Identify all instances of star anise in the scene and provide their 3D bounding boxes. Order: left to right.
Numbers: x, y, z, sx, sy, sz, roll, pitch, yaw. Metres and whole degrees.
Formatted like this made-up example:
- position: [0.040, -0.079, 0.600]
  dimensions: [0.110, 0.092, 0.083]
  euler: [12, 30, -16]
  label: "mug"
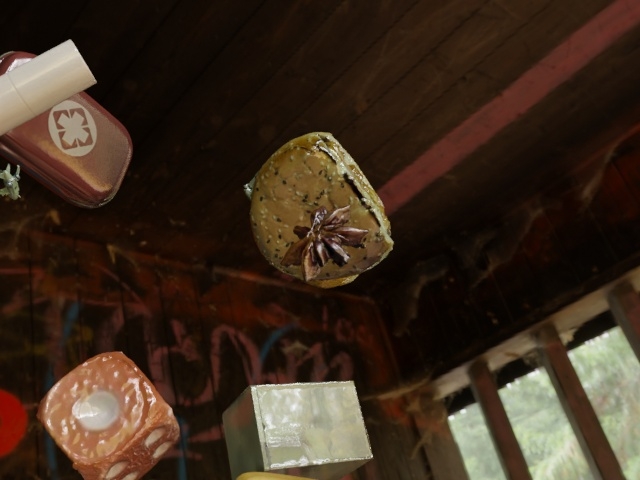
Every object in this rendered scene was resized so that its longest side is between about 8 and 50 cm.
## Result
- position: [0.000, 0.000, 1.234]
  dimensions: [0.167, 0.168, 0.057]
  euler: [-20, -42, 6]
  label: "star anise"

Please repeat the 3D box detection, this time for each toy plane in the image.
- position: [-0.609, -0.109, 1.385]
  dimensions: [0.033, 0.080, 0.083]
  euler: [13, -41, 13]
  label: "toy plane"

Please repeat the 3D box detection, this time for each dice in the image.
- position: [-0.353, 0.311, 1.197]
  dimensions: [0.174, 0.175, 0.179]
  euler: [-41, -26, -22]
  label: "dice"

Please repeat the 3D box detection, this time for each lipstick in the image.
- position: [-0.556, -0.234, 1.227]
  dimensions: [0.326, 0.087, 0.087]
  euler: [-32, -30, -8]
  label: "lipstick"

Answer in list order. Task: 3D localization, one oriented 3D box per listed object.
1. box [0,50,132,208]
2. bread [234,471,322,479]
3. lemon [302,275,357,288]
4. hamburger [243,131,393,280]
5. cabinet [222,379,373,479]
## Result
- position: [-0.618, -0.253, 1.657]
  dimensions: [0.108, 0.263, 0.404]
  euler: [-8, -34, 34]
  label: "box"
- position: [-0.051, 0.437, 1.079]
  dimensions: [0.217, 0.147, 0.098]
  euler: [17, -27, -12]
  label: "bread"
- position: [0.013, -0.002, 1.855]
  dimensions: [0.253, 0.254, 0.310]
  euler: [-19, -16, 3]
  label: "lemon"
- position: [-0.007, -0.058, 1.527]
  dimensions: [0.277, 0.318, 0.195]
  euler: [-36, 8, 21]
  label: "hamburger"
- position: [-0.044, 0.343, 1.239]
  dimensions: [0.206, 0.145, 0.150]
  euler: [3, -34, -29]
  label: "cabinet"
